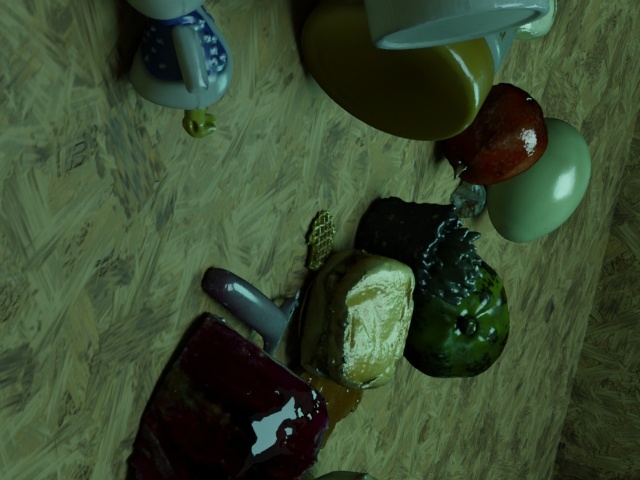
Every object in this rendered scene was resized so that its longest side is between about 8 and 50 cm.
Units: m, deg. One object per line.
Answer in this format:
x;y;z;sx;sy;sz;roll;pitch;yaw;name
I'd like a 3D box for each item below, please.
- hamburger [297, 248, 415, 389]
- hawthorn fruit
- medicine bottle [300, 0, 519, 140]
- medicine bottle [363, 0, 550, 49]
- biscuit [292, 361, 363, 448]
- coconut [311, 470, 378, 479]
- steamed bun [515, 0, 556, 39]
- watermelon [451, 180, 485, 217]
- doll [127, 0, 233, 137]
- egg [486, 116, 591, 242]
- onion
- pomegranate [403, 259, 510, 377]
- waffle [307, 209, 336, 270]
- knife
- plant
0.057;0.116;1.855;0.214;0.108;0.213;-14;107;-53;hamburger
0.294;-0.185;2.144;0.173;0.179;0.173;168;-90;-86;hawthorn fruit
0.127;-0.284;1.569;0.232;0.238;0.238;-61;156;-26;medicine bottle
0.119;-0.403;1.325;0.211;0.211;0.371;-9;90;-65;medicine bottle
0.006;0.234;1.959;0.280;0.043;0.183;27;79;-63;biscuit
0.038;0.464;2.016;0.224;0.224;0.224;-48;149;-43;coconut
0.295;-0.409;2.019;0.231;0.110;0.212;-55;136;-27;steamed bun
0.264;-0.085;2.309;0.061;0.085;0.085;10;100;-38;watermelon
-0.138;-0.218;1.174;0.293;0.119;0.138;78;-5;-52;doll
0.417;-0.115;2.432;0.253;0.188;0.188;-63;158;4;egg
-0.094;0.272;1.590;0.280;0.146;0.314;-65;148;-16;onion
0.232;0.119;2.178;0.276;0.204;0.222;-19;110;-66;pomegranate
0.001;-0.002;1.792;0.085;0.016;0.078;82;31;-49;waffle
-0.078;0.086;1.640;0.278;0.053;0.123;51;55;-65;knife
0.163;0.012;1.943;0.132;0.194;0.129;-60;160;-22;plant
